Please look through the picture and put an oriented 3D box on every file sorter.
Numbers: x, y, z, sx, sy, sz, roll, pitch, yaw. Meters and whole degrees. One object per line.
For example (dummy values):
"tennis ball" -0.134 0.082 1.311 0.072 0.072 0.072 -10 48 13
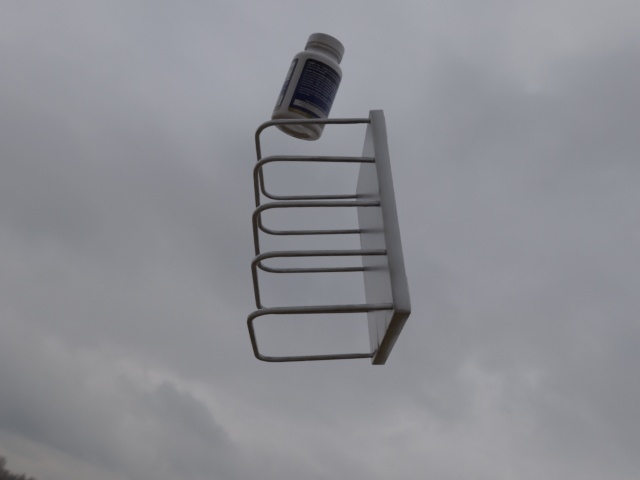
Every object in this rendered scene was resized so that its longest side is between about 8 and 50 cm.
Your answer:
"file sorter" 0.000 0.000 0.665 0.173 0.277 0.193 -1 -29 -3

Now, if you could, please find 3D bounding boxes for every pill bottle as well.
"pill bottle" -0.016 -0.269 0.901 0.094 0.169 0.094 19 -8 3
